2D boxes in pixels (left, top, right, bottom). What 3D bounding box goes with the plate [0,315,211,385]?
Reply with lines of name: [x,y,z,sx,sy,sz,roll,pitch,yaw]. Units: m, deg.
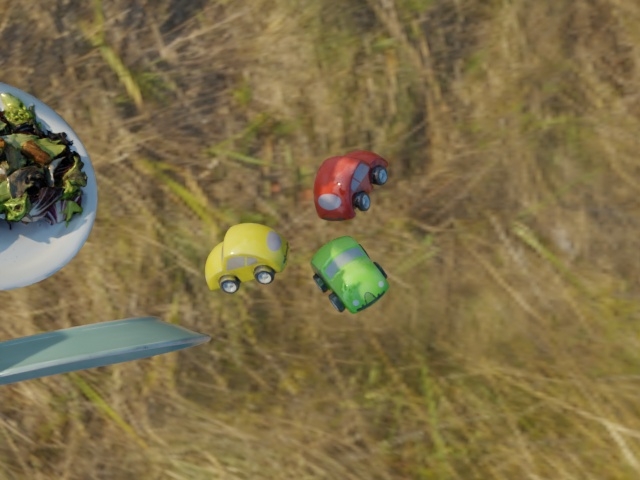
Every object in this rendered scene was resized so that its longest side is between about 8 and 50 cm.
plate: [-0.162,0.070,0.927,0.188,0.188,0.024,-8,85,-25]

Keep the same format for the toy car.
toy car: [0.000,0.000,1.544,0.239,0.225,0.053,-36,125,-7]

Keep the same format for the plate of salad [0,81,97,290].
plate of salad: [-0.275,-0.053,1.205,0.199,0.048,0.200,12,58,-19]
